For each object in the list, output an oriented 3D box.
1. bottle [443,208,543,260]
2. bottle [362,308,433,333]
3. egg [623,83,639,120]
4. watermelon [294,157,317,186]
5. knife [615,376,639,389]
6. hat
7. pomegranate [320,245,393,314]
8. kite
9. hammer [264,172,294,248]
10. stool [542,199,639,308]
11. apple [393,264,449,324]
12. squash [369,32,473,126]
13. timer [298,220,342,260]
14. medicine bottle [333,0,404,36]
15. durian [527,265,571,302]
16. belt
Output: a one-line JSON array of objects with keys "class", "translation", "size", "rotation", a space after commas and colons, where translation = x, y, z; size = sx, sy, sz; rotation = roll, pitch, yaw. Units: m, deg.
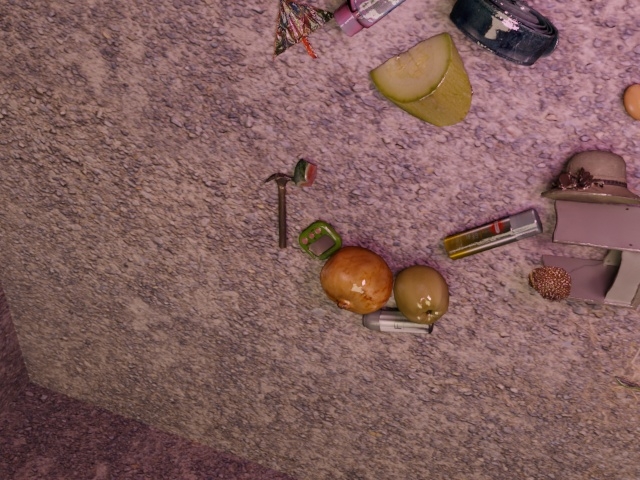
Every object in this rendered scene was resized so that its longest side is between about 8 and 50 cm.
[{"class": "bottle", "translation": [0.525, -0.016, 1.670], "size": [0.286, 0.082, 0.082], "rotation": [-21, 114, 30]}, {"class": "bottle", "translation": [0.278, 0.284, 1.973], "size": [0.254, 0.079, 0.096], "rotation": [0, 85, 20]}, {"class": "egg", "translation": [0.793, -0.342, 1.349], "size": [0.096, 0.080, 0.080], "rotation": [46, 127, 5]}, {"class": "watermelon", "translation": [-0.052, -0.212, 1.758], "size": [0.072, 0.084, 0.092], "rotation": [33, 170, -30]}, {"class": "knife", "translation": [1.094, 0.509, 1.868], "size": [0.184, 0.022, 0.026], "rotation": [21, 102, 6]}, {"class": "hat", "translation": [0.725, -0.171, 1.446], "size": [0.257, 0.257, 0.130], "rotation": [6, 92, 16]}, {"class": "pomegranate", "translation": [0.120, 0.135, 1.828], "size": [0.248, 0.248, 0.248], "rotation": [10, 126, 14]}, {"class": "kite", "translation": [-0.066, -0.591, 1.530], "size": [0.232, 0.009, 0.189], "rotation": [-20, 116, 31]}, {"class": "hammer", "translation": [-0.133, -0.097, 1.887], "size": [0.125, 0.027, 0.297], "rotation": [9, 126, 13]}, {"class": "stool", "translation": [0.777, 0.039, 1.534], "size": [0.270, 0.170, 0.243], "rotation": [8, 139, 17]}, {"class": "apple", "translation": [0.335, 0.177, 1.810], "size": [0.200, 0.200, 0.200], "rotation": [10, 126, 14]}, {"class": "squash", "translation": [0.295, -0.419, 1.515], "size": [0.237, 0.155, 0.204], "rotation": [-21, 78, 32]}, {"class": "timer", "translation": [0.000, 0.000, 1.893], "size": [0.128, 0.047, 0.140], "rotation": [45, 126, -11]}, {"class": "medicine bottle", "translation": [0.130, -0.603, 1.380], "size": [0.188, 0.119, 0.094], "rotation": [-28, 110, 32]}, {"class": "durian", "translation": [0.645, 0.134, 1.521], "size": [0.140, 0.071, 0.110], "rotation": [34, 141, -20]}, {"class": "belt", "translation": [0.435, -0.503, 1.286], "size": [0.268, 0.206, 0.116], "rotation": [26, 131, -7]}]
